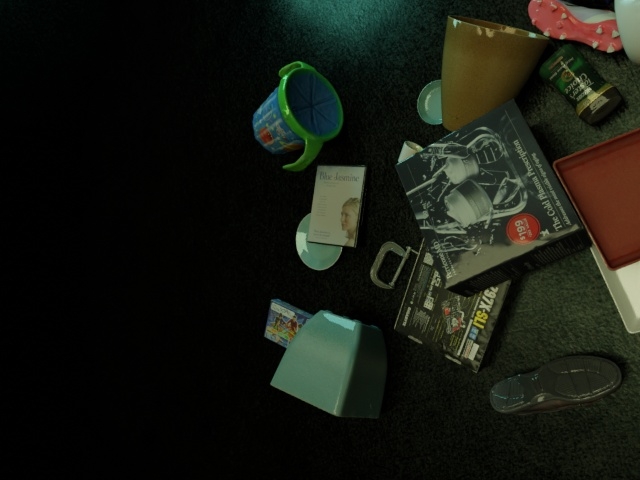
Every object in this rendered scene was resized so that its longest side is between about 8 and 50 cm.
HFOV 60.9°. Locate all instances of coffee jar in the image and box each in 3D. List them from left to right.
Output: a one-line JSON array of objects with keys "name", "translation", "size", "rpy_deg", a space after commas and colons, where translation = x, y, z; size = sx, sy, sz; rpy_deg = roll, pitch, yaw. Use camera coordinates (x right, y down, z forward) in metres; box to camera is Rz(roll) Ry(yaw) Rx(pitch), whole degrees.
[{"name": "coffee jar", "translation": [0.593, -0.352, 1.241], "size": [0.096, 0.079, 0.184], "rpy_deg": [-45, 66, 29]}]

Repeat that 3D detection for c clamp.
[{"name": "c clamp", "translation": [0.213, 0.076, 1.575], "size": [0.137, 0.022, 0.160], "rpy_deg": [40, 113, 30]}]

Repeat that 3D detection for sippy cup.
[{"name": "sippy cup", "translation": [-0.086, -0.378, 1.684], "size": [0.224, 0.305, 0.240], "rpy_deg": [-19, 123, 47]}]

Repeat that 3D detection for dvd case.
[{"name": "dvd case", "translation": [0.053, -0.109, 1.671], "size": [0.181, 0.022, 0.252], "rpy_deg": [7, 88, 34]}]

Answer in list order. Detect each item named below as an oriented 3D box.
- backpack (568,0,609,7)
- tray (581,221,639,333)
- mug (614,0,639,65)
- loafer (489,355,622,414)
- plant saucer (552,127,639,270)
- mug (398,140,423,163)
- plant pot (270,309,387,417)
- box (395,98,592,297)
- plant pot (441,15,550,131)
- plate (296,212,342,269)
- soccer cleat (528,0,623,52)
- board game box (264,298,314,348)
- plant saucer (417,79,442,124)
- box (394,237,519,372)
[{"name": "backpack", "translation": [0.594, -0.583, 1.209], "size": [0.098, 0.120, 0.101], "rpy_deg": [18, 102, 37]}, {"name": "tray", "translation": [0.698, 0.057, 1.199], "size": [0.145, 0.030, 0.270], "rpy_deg": [-27, 75, 34]}, {"name": "mug", "translation": [0.758, -0.501, 1.022], "size": [0.328, 0.276, 0.373], "rpy_deg": [-9, 55, 44]}, {"name": "loafer", "translation": [0.559, 0.351, 1.291], "size": [0.303, 0.095, 0.109], "rpy_deg": [-25, 46, 31]}, {"name": "plant saucer", "translation": [0.659, -0.092, 1.150], "size": [0.259, 0.047, 0.258], "rpy_deg": [-22, 75, 0]}, {"name": "mug", "translation": [0.253, -0.229, 1.517], "size": [0.078, 0.062, 0.064], "rpy_deg": [48, 126, 34]}, {"name": "plant pot", "translation": [0.052, 0.344, 1.575], "size": [0.248, 0.247, 0.252], "rpy_deg": [13, 82, 36]}, {"name": "box", "translation": [0.394, -0.086, 1.273], "size": [0.313, 0.179, 0.343], "rpy_deg": [-29, 64, 24]}, {"name": "plant pot", "translation": [0.390, -0.390, 1.326], "size": [0.237, 0.237, 0.254], "rpy_deg": [33, 125, 32]}, {"name": "plate", "translation": [0.000, 0.000, 1.735], "size": [0.188, 0.024, 0.188], "rpy_deg": [1, 92, 38]}, {"name": "soccer cleat", "translation": [0.593, -0.498, 1.240], "size": [0.248, 0.095, 0.083], "rpy_deg": [39, 149, 34]}, {"name": "board game box", "translation": [-0.093, 0.290, 1.805], "size": [0.201, 0.035, 0.136], "rpy_deg": [20, 103, 35]}, {"name": "plant saucer", "translation": [0.322, -0.374, 1.483], "size": [0.119, 0.021, 0.119], "rpy_deg": [1, 91, 37]}, {"name": "box", "translation": [0.359, 0.142, 1.431], "size": [0.257, 0.079, 0.321], "rpy_deg": [23, 105, 33]}]
